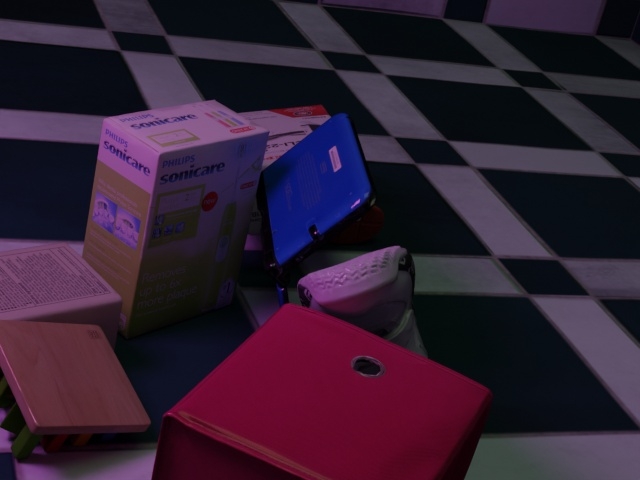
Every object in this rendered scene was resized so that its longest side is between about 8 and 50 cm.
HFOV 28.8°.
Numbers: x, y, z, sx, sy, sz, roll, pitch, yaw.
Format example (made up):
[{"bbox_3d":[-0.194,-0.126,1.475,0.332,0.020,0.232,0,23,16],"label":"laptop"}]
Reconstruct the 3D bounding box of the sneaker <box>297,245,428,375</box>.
[{"bbox_3d":[0.074,0.140,1.463,0.137,0.210,0.366,-19,-14,1],"label":"sneaker"}]

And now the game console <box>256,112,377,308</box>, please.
[{"bbox_3d":[0.000,0.000,1.730,0.173,0.250,0.293,47,14,-26],"label":"game console"}]

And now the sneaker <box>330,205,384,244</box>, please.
[{"bbox_3d":[-0.011,-0.059,2.088,0.221,0.087,0.128,3,29,-23],"label":"sneaker"}]

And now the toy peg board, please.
[{"bbox_3d":[-0.311,0.180,1.465,0.160,0.079,0.161,8,39,-47],"label":"toy peg board"}]

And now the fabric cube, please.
[{"bbox_3d":[-0.008,0.258,1.254,0.254,0.259,0.258,23,28,16],"label":"fabric cube"}]

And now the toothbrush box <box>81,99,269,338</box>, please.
[{"bbox_3d":[-0.205,-0.033,1.716,0.122,0.283,0.206,31,30,33],"label":"toothbrush box"}]

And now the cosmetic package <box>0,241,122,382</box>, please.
[{"bbox_3d":[-0.420,0.103,1.538,0.309,0.113,0.160,-10,35,-38],"label":"cosmetic package"}]

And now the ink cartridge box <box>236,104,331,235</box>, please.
[{"bbox_3d":[-0.059,-0.119,2.005,0.196,0.114,0.273,-7,25,-11],"label":"ink cartridge box"}]
